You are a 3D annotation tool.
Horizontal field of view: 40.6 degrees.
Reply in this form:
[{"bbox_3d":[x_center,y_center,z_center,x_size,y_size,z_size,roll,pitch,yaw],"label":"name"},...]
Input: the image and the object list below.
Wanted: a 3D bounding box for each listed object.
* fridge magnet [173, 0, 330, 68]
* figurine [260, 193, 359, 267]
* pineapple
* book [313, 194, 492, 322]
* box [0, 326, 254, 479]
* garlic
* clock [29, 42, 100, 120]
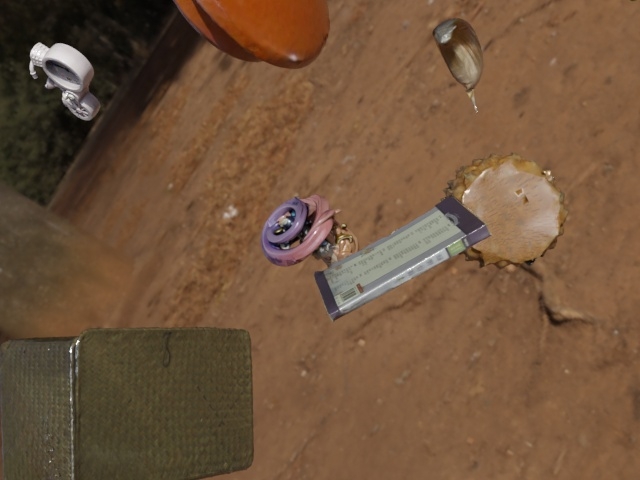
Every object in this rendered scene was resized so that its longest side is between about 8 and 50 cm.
[{"bbox_3d":[-0.123,-0.434,1.399,0.155,0.363,0.364,-27,28,32],"label":"fridge magnet"},{"bbox_3d":[-0.001,-0.010,1.300,0.126,0.157,0.114,-2,80,57],"label":"figurine"},{"bbox_3d":[0.325,-0.054,1.652,0.223,0.222,0.357,-57,0,1],"label":"pineapple"},{"bbox_3d":[0.104,0.022,1.162,0.231,0.026,0.157,-30,19,2],"label":"book"},{"bbox_3d":[-0.222,0.195,1.030,0.143,0.273,0.184,-6,84,38],"label":"box"},{"bbox_3d":[0.305,-0.390,1.882,0.090,0.198,0.129,-13,34,21],"label":"garlic"},{"bbox_3d":[-0.344,-0.217,1.178,0.129,0.087,0.041,86,-153,-60],"label":"clock"}]
